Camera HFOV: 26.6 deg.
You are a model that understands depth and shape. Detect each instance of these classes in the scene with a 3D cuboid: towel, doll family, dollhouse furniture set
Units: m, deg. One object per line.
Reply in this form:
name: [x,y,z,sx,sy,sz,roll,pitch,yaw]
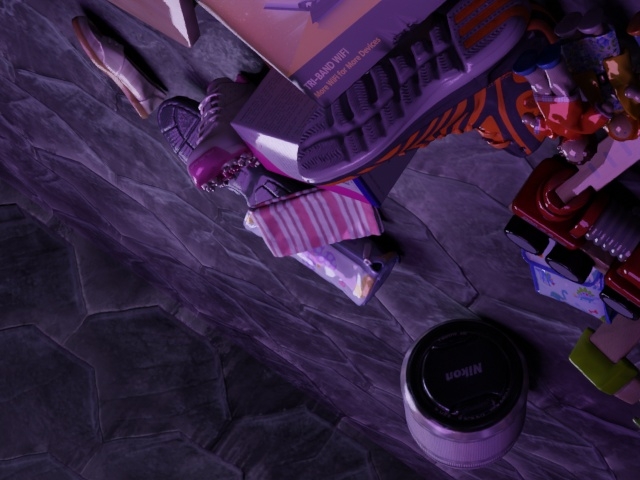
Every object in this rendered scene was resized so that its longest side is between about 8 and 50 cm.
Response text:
towel: [-0.006,-0.034,2.200,0.197,0.029,0.144,-15,144,10]
doll family: [0.328,-0.154,1.326,0.263,0.118,0.163,-3,135,37]
dollhouse furniture set: [0.529,0.204,1.941,0.301,0.151,0.197,28,-166,-43]

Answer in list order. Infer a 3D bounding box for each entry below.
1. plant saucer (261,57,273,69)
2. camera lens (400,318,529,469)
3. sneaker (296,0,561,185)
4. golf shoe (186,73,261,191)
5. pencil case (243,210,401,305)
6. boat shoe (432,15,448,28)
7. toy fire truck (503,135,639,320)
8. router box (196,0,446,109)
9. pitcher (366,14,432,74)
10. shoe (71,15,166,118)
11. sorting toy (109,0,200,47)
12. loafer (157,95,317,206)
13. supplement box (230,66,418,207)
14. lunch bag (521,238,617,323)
plant saucer: [-0.005,-0.243,1.819,0.200,0.037,0.200,32,164,10]
camera lens: [0.256,0.277,2.400,0.219,0.219,0.274,30,162,18]
sneaker: [0.137,-0.128,1.470,0.321,0.124,0.180,-31,137,27]
golf shoe: [-0.141,-0.162,1.980,0.140,0.115,0.306,52,-158,-2]
pencil case: [0.000,0.000,2.331,0.273,0.113,0.124,34,-179,10]
boat shoe: [0.103,-0.227,1.608,0.227,0.079,0.081,24,178,32]
toy fire truck: [0.346,-0.033,1.559,0.217,0.158,0.246,35,174,5]
router box: [0.012,-0.302,1.327,0.243,0.081,0.309,39,136,-12]
pitcher: [0.056,-0.278,1.462,0.178,0.125,0.207,19,147,53]
shoe: [-0.342,-0.304,2.300,0.219,0.058,0.076,52,-172,-34]
sorting toy: [-0.263,-0.408,1.785,0.257,0.089,0.255,32,163,14]
loafer: [-0.136,-0.141,2.263,0.302,0.095,0.109,38,127,1]
supplement box: [0.005,-0.142,1.816,0.220,0.114,0.111,19,158,40]
lunch bag: [0.339,0.019,1.773,0.129,0.096,0.151,25,146,39]
